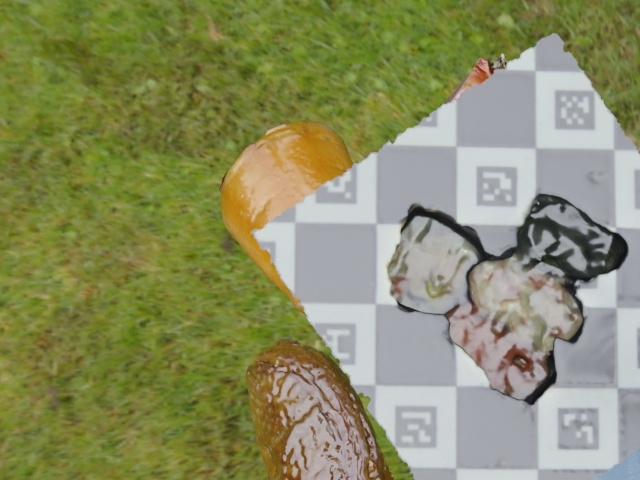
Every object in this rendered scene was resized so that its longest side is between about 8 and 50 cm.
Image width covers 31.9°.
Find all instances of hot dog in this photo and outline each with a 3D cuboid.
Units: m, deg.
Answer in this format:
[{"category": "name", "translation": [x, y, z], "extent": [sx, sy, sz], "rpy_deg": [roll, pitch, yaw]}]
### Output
[{"category": "hot dog", "translation": [0.011, 0.314, 1.507], "extent": [0.174, 0.267, 0.388], "rpy_deg": [-14, 64, 0]}]

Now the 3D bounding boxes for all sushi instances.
[{"category": "sushi", "translation": [0.112, 0.032, 0.674], "extent": [0.219, 0.047, 0.231], "rpy_deg": [-33, 87, -5]}]

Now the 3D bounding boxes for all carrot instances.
[{"category": "carrot", "translation": [0.000, 0.000, 1.146], "extent": [0.159, 0.159, 0.225], "rpy_deg": [-43, 42, 10]}]

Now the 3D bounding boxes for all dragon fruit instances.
[{"category": "dragon fruit", "translation": [0.200, -0.155, 1.285], "extent": [0.102, 0.147, 0.096], "rpy_deg": [40, 106, -13]}]

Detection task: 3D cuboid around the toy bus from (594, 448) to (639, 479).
[{"category": "toy bus", "translation": [0.300, 0.338, 1.183], "extent": [0.294, 0.197, 0.232], "rpy_deg": [-22, 113, 19]}]

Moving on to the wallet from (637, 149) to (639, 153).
[{"category": "wallet", "translation": [0.441, -0.192, 1.269], "extent": [0.170, 0.069, 0.231], "rpy_deg": [10, 108, 43]}]
